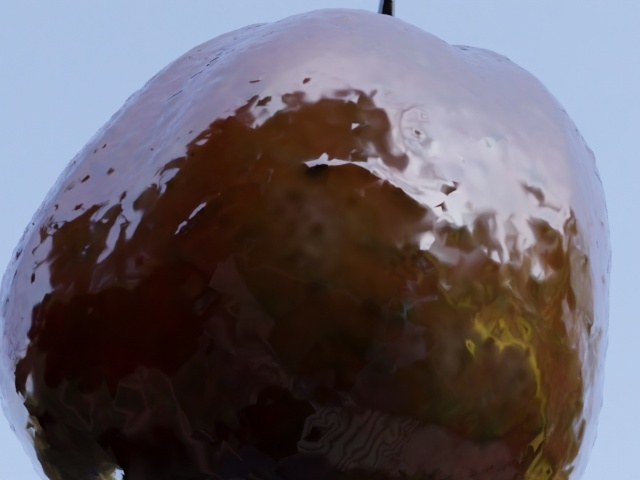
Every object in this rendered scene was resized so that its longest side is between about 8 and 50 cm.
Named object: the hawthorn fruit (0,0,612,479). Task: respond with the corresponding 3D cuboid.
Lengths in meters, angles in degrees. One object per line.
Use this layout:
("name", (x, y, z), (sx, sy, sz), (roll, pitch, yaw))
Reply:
("hawthorn fruit", (0.000, 0.000, 0.728), (0.254, 0.300, 0.254), (8, -25, 4))
